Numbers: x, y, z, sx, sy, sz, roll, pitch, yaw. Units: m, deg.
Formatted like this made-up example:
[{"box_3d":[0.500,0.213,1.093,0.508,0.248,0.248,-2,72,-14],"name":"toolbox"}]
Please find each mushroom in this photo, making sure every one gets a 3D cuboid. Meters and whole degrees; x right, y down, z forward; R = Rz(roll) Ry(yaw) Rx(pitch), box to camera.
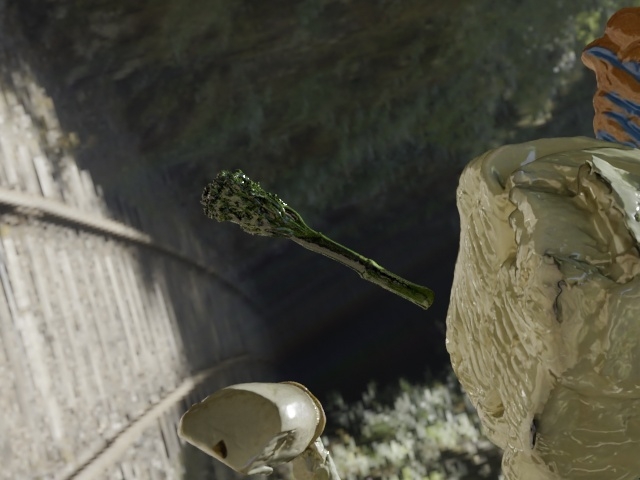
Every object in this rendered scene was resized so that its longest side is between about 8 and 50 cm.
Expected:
[{"box_3d":[-0.057,0.194,1.212,0.096,0.108,0.247,60,14,12],"name":"mushroom"}]

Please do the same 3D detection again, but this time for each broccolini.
[{"box_3d":[0.000,0.000,1.079,0.051,0.239,0.054,-64,179,28],"name":"broccolini"}]

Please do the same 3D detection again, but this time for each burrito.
[{"box_3d":[-0.001,0.322,1.504,0.045,0.058,0.188,-105,172,-82],"name":"burrito"}]

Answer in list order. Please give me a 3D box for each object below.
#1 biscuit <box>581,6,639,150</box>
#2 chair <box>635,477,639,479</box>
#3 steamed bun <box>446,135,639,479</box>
[{"box_3d":[0.360,-0.176,1.161,0.280,0.183,0.043,-62,166,2],"name":"biscuit"},{"box_3d":[0.348,0.245,1.265,0.190,0.203,0.274,54,11,-70],"name":"chair"},{"box_3d":[0.260,0.072,1.028,0.394,0.238,0.346,120,-37,-79],"name":"steamed bun"}]
